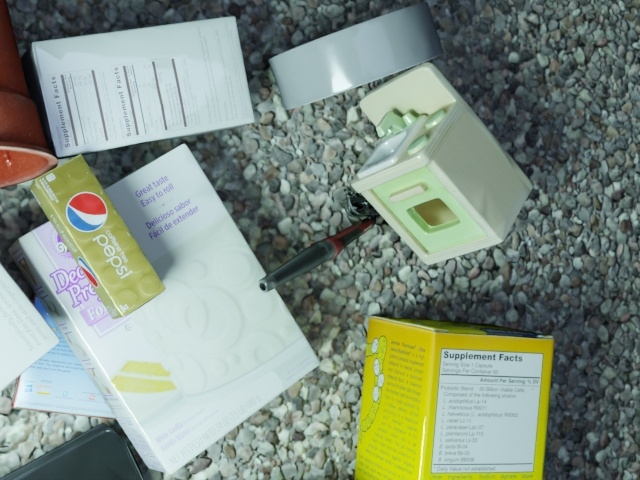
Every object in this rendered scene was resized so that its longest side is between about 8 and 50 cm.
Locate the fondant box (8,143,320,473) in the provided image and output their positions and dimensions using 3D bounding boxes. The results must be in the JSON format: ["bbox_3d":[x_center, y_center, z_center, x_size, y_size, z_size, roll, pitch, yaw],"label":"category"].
[{"bbox_3d":[-0.189,0.083,1.184,0.238,0.096,0.330,-34,96,-25],"label":"fondant box"}]

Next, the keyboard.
[{"bbox_3d":[-0.354,0.374,1.165,0.317,0.033,0.201,-27,108,-22],"label":"keyboard"}]

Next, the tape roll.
[{"bbox_3d":[0.046,-0.239,1.242,0.219,0.219,0.072,-24,99,-21],"label":"tape roll"}]

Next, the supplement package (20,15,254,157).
[{"bbox_3d":[-0.225,-0.184,1.169,0.244,0.139,0.133,-13,97,-23],"label":"supplement package"}]

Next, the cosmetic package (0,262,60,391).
[{"bbox_3d":[-0.413,0.103,1.054,0.151,0.184,0.151,-43,107,-29],"label":"cosmetic package"}]

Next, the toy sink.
[{"bbox_3d":[0.145,-0.097,1.304,0.234,0.153,0.131,48,53,-17],"label":"toy sink"}]

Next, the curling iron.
[{"bbox_3d":[0.000,0.000,1.269,0.274,0.035,0.068,-40,100,-45],"label":"curling iron"}]

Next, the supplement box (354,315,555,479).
[{"bbox_3d":[0.174,0.292,1.316,0.194,0.195,0.356,6,89,-23],"label":"supplement box"}]

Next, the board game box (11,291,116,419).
[{"bbox_3d":[-0.238,0.158,1.227,0.281,0.027,0.145,12,86,-23],"label":"board game box"}]

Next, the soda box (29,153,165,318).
[{"bbox_3d":[-0.252,-0.002,1.084,0.061,0.058,0.181,-34,97,-24],"label":"soda box"}]

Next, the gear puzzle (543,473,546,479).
[{"bbox_3d":[0.274,0.479,1.369,0.044,0.175,0.338,6,88,-16],"label":"gear puzzle"}]

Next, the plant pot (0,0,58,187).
[{"bbox_3d":[-0.438,-0.196,1.025,0.272,0.272,0.265,-7,86,-23],"label":"plant pot"}]
